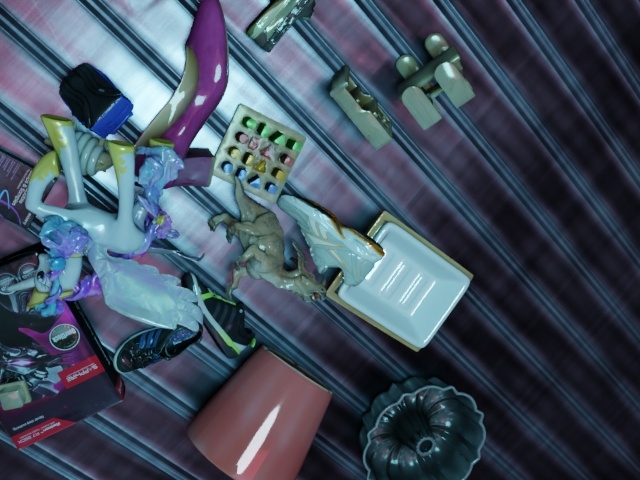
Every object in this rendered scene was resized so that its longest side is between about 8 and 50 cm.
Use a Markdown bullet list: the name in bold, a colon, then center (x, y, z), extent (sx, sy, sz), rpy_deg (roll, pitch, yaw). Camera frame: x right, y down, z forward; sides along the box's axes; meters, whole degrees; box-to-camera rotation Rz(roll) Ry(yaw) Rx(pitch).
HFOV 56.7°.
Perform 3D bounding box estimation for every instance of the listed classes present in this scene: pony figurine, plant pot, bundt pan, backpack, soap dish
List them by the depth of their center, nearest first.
- **pony figurine**: center (-0.370, -0.011, 1.080), extent (0.350, 0.303, 0.364), rpy_deg (10, 110, -16)
- **backpack**: center (-0.423, -0.261, 1.114), extent (0.120, 0.101, 0.098), rpy_deg (44, 85, 10)
- **plant pot**: center (-0.115, 0.383, 1.303), extent (0.275, 0.275, 0.243), rpy_deg (38, 82, -22)
- **soap dish**: center (0.179, 0.094, 1.374), extent (0.290, 0.118, 0.229), rpy_deg (34, 94, -22)
- **bundt pan**: center (0.242, 0.488, 1.497), extent (0.330, 0.124, 0.331), rpy_deg (-4, 105, -15)

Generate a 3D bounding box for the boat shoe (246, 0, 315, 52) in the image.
- **boat shoe**: center (-0.048, -0.469, 1.181), extent (0.223, 0.080, 0.073), rpy_deg (-42, 117, 4)

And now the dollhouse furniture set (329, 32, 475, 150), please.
- **dollhouse furniture set**: center (0.163, -0.328, 1.210), extent (0.242, 0.212, 0.161), rpy_deg (-33, 115, 23)

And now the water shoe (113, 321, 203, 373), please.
- **water shoe**: center (-0.349, 0.226, 1.271), extent (0.203, 0.080, 0.073), rpy_deg (-29, 110, -12)

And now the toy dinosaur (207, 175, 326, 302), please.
- **toy dinosaur**: center (-0.114, 0.007, 1.267), extent (0.200, 0.127, 0.296), rpy_deg (-16, 90, -29)

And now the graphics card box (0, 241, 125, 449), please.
- **graphics card box**: center (-0.584, 0.215, 1.199), extent (0.232, 0.094, 0.371), rpy_deg (-24, 109, -9)

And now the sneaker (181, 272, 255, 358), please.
- **sneaker**: center (-0.219, 0.152, 1.305), extent (0.097, 0.084, 0.235), rpy_deg (-35, 118, -18)

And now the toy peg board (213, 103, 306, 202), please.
- **toy peg board**: center (-0.126, -0.175, 1.233), extent (0.161, 0.079, 0.161), rpy_deg (24, 97, -20)

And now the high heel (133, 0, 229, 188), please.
- **high heel**: center (-0.281, -0.276, 1.129), extent (0.181, 0.127, 0.378), rpy_deg (0, 108, -27)

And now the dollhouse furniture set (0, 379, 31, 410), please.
- **dollhouse furniture set**: center (-0.735, 0.166, 1.083), extent (0.355, 0.174, 0.304), rpy_deg (-8, 108, -9)

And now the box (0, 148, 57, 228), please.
- **box**: center (-0.610, -0.109, 1.136), extent (0.162, 0.029, 0.116), rpy_deg (30, 95, -22)

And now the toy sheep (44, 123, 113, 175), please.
- **toy sheep**: center (-0.461, -0.170, 1.136), extent (0.132, 0.091, 0.091), rpy_deg (19, 99, -6)

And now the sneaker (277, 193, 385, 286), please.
- **sneaker**: center (0.000, 0.000, 1.259), extent (0.262, 0.099, 0.121), rpy_deg (35, 101, 17)
